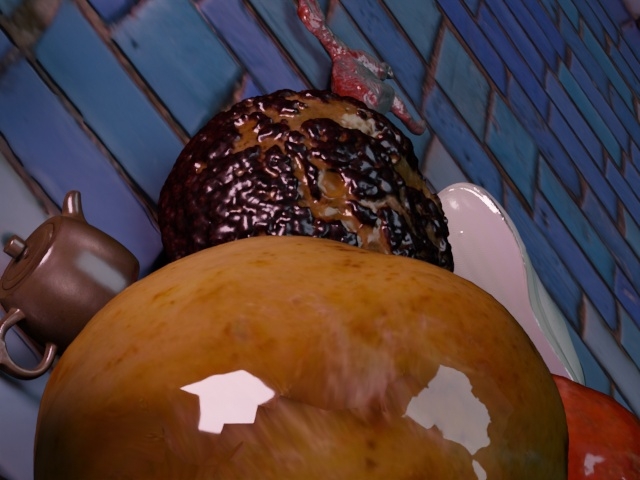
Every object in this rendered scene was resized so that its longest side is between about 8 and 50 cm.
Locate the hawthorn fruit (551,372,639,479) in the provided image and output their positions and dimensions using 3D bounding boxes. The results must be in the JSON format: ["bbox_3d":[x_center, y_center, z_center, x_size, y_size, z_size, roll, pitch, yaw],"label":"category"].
[{"bbox_3d":[0.171,0.196,1.220,0.205,0.205,0.253,40,23,-39],"label":"hawthorn fruit"}]

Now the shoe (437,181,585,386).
[{"bbox_3d":[0.185,0.067,1.537,0.265,0.095,0.110,67,18,4],"label":"shoe"}]

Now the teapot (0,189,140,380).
[{"bbox_3d":[-0.157,0.027,0.903,0.068,0.076,0.121,38,60,-22],"label":"teapot"}]

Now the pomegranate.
[{"bbox_3d":[-0.007,0.137,0.785,0.307,0.307,0.307,45,27,-31],"label":"pomegranate"}]

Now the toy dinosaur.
[{"bbox_3d":[0.041,-0.126,1.508,0.167,0.053,0.242,40,30,-37],"label":"toy dinosaur"}]

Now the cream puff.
[{"bbox_3d":[0.000,0.000,1.129,0.239,0.165,0.239,48,27,-33],"label":"cream puff"}]
